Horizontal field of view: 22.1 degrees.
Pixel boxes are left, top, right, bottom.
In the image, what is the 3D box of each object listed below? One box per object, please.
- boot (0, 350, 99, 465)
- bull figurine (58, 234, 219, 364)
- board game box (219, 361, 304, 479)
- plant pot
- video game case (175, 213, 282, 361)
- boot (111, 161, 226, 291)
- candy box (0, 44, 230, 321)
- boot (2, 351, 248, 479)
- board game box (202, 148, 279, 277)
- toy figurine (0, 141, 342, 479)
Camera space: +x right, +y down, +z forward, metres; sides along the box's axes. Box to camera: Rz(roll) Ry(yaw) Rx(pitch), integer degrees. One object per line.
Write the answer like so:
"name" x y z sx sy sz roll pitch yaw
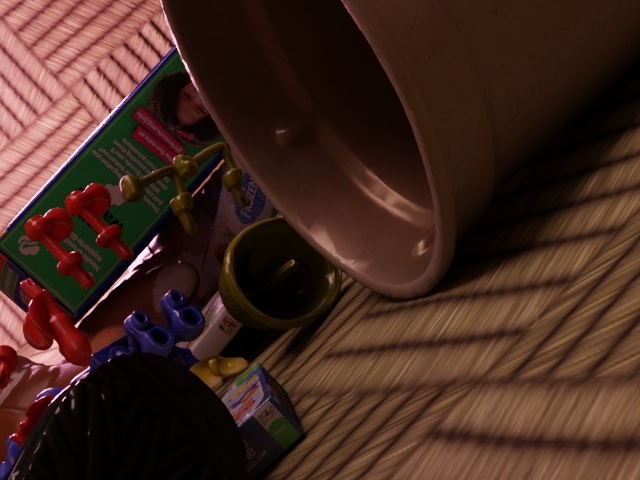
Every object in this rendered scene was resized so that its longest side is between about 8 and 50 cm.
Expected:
"boot" -0.274 0.224 1.487 0.280 0.096 0.264 -5 55 46
"bull figurine" -0.208 0.114 1.695 0.188 0.101 0.310 -43 5 26
"board game box" -0.100 0.172 1.104 0.201 0.035 0.136 -42 8 -1
"plant pot" 0.095 -0.179 1.166 0.305 0.334 0.334 -34 5 -20
"video game case" -0.090 0.069 1.502 0.206 0.026 0.227 -51 5 18
"boot" -0.139 -0.009 1.927 0.203 0.095 0.262 -46 3 12
"candy box" -0.212 -0.055 1.751 0.317 0.122 0.268 -51 5 -15
"boot" -0.205 0.227 0.960 0.260 0.131 0.348 -36 12 38
"board game box" 0.004 -0.153 1.713 0.318 0.066 0.319 -50 -16 -46
"toy figurine" -0.166 0.094 1.276 0.362 0.191 0.217 -33 -16 -52
